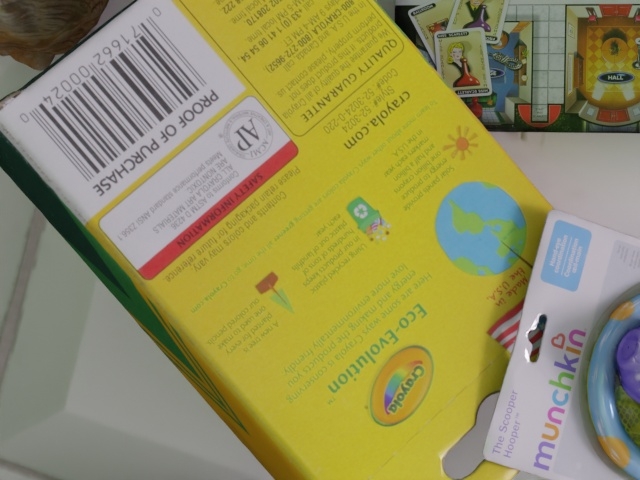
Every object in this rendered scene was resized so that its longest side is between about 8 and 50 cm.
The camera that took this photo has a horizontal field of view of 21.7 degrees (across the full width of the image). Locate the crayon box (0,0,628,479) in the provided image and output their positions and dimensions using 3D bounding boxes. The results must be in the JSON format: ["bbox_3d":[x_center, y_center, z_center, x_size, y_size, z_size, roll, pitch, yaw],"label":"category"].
[{"bbox_3d":[0.000,0.000,0.893,0.202,0.081,0.318,-41,92,-16],"label":"crayon box"}]

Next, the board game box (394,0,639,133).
[{"bbox_3d":[0.170,-0.127,0.938,0.259,0.030,0.136,1,93,12],"label":"board game box"}]

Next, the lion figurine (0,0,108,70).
[{"bbox_3d":[-0.178,-0.312,0.944,0.240,0.142,0.392,24,96,2],"label":"lion figurine"}]

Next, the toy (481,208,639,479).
[{"bbox_3d":[0.216,0.082,0.874,0.237,0.056,0.137,19,80,-17],"label":"toy"}]
